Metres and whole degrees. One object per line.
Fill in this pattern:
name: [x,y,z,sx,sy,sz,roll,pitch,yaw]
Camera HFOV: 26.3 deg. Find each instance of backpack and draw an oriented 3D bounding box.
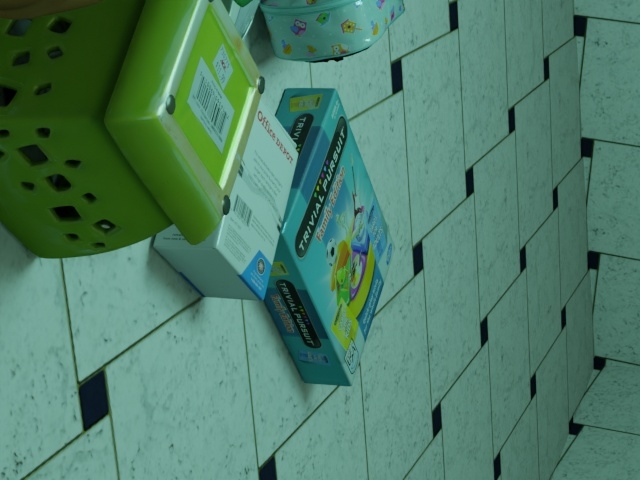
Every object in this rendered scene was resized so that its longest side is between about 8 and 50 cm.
backpack: [0.011,-0.307,1.746,0.188,0.165,0.144,-64,147,-50]

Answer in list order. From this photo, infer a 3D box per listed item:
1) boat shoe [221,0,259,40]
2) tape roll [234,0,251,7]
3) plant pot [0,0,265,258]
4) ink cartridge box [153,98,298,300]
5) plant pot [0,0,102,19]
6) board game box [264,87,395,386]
boat shoe: [-0.103,-0.310,1.605,0.081,0.079,0.228,67,37,-62]
tape roll: [-0.143,-0.360,1.239,0.321,0.077,0.321,52,7,-9]
plant pot: [-0.185,-0.127,1.241,0.228,0.207,0.227,62,37,-53]
ink cartridge box: [-0.106,-0.052,1.594,0.148,0.085,0.203,53,44,-56]
plant pot: [-0.278,-0.281,0.951,0.203,0.290,0.291,-29,121,-44]
board game box: [0.000,0.000,1.865,0.336,0.079,0.254,67,33,-47]
